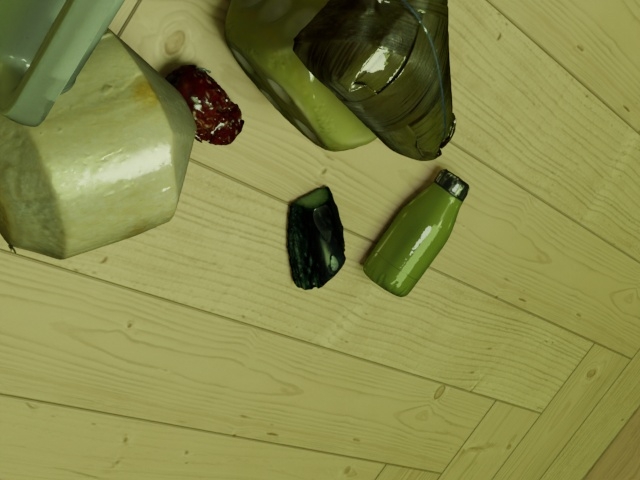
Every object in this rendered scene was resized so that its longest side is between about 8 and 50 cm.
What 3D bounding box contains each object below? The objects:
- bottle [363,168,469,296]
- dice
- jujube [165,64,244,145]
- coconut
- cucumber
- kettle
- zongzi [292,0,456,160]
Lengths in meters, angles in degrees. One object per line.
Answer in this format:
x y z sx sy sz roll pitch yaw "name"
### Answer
0.195 -0.018 1.908 0.112 0.112 0.260 25 103 -47 "bottle"
0.011 -0.293 1.455 0.227 0.238 0.233 -44 136 -5 "dice"
-0.179 -0.197 1.478 0.104 0.104 0.166 -48 139 1 "jujube"
-0.313 -0.134 1.286 0.323 0.323 0.323 -21 132 -25 "coconut"
0.000 0.000 1.795 0.115 0.086 0.193 -24 127 -20 "cucumber"
-0.264 -0.310 1.022 0.318 0.265 0.205 -50 165 26 "kettle"
0.137 -0.285 1.304 0.286 0.138 0.300 35 84 -51 "zongzi"
